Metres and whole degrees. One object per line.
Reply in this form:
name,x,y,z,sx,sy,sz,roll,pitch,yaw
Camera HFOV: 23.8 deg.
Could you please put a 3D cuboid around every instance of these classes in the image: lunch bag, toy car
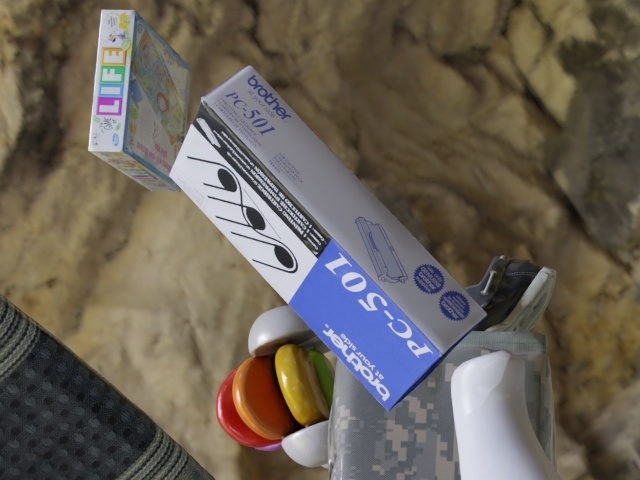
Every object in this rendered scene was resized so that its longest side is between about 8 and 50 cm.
lunch bag,0.083,0.217,1.095,0.168,0.235,0.287,1,-25,6
toy car,-0.034,0.161,1.537,0.136,0.159,0.182,-24,-16,12

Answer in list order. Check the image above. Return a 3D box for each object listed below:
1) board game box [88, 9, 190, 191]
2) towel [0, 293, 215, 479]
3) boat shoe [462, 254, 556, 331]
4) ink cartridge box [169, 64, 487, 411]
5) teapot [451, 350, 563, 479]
board game box,-0.133,-0.101,1.139,0.026,0.104,0.154,2,-9,10
towel,-0.287,0.200,1.148,0.324,0.056,0.312,-41,-59,7
boat shoe,0.161,0.091,1.586,0.233,0.079,0.084,-42,-28,-43
ink cartridge box,0.000,0.000,0.925,0.046,0.207,0.097,-39,-9,-30
teapot,0.063,0.226,0.640,0.256,0.187,0.252,-39,-59,2
